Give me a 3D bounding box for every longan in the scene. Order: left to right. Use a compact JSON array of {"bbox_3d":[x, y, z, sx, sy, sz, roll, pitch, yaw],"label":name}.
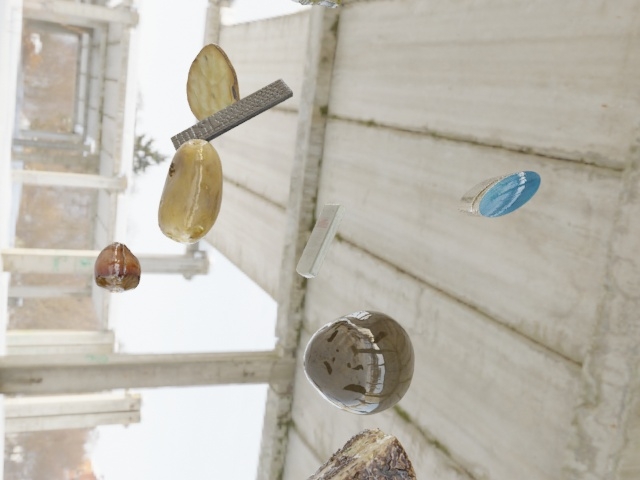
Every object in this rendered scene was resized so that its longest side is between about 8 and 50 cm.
[{"bbox_3d":[0.096,0.281,1.683,0.258,0.258,0.258,-178,-90,-66],"label":"longan"}]

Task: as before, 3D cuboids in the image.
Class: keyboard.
[{"bbox_3d":[-0.213,-0.296,1.714,0.101,0.310,0.018,57,-5,49],"label":"keyboard"}]

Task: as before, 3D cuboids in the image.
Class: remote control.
[{"bbox_3d":[0.000,0.000,1.731,0.087,0.029,0.190,6,-109,64],"label":"remote control"}]

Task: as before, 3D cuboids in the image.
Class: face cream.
[{"bbox_3d":[0.364,-0.094,1.476,0.067,0.139,0.285,59,4,0],"label":"face cream"}]

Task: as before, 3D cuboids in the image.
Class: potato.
[{"bbox_3d":[-0.283,-0.107,1.581,0.150,0.146,0.233,14,-93,34],"label":"potato"}]

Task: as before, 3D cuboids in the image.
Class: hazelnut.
[{"bbox_3d":[-0.323,0.044,1.145,0.086,0.086,0.086,-178,-90,-66],"label":"hazelnut"}]

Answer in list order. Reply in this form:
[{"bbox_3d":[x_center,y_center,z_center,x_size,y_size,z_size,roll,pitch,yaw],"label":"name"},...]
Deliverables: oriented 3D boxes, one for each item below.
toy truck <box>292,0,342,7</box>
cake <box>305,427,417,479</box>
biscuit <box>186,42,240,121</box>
[{"bbox_3d":[0.033,-0.567,1.450,0.224,0.165,0.147,-63,-166,-2],"label":"toy truck"},{"bbox_3d":[0.008,0.336,0.969,0.112,0.246,0.135,129,-46,-75],"label":"cake"},{"bbox_3d":[-0.311,-0.445,2.098,0.203,0.041,0.259,20,-60,31],"label":"biscuit"}]
